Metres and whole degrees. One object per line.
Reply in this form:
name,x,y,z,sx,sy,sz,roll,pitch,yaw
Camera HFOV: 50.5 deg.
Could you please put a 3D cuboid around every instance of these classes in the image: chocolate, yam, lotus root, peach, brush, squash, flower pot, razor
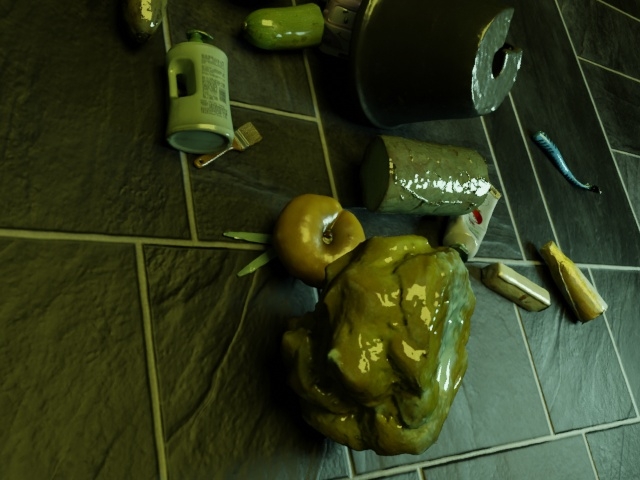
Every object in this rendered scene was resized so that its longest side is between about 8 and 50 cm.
chocolate,0.629,0.101,1.715,0.086,0.085,0.219,-32,86,-44
yam,0.205,-0.132,1.424,0.304,0.168,0.168,1,68,-37
lotus root,-0.314,-0.431,1.208,0.080,0.089,0.179,16,60,-25
peach,0.000,0.000,1.210,0.179,0.103,0.179,16,59,-29
brush,-0.171,-0.171,1.244,0.043,0.014,0.170,53,48,-3
squash,-0.086,-0.435,1.400,0.188,0.095,0.095,-19,81,-38
flower pot,0.256,-0.382,1.421,0.379,0.251,0.379,-35,137,-41
razor,0.702,-0.219,1.955,0.253,0.042,0.082,43,6,-13

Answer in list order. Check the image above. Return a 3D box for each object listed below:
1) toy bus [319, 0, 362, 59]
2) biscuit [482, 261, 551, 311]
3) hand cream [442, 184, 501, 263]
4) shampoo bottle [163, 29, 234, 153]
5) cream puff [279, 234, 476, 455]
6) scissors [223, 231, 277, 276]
toy bus,0.076,-0.507,1.504,0.142,0.142,0.202,16,56,-8
biscuit,0.458,0.109,1.579,0.188,0.056,0.052,27,54,-24
hand cream,0.351,-0.060,1.584,0.121,0.076,0.336,47,41,-13
shampoo bottle,-0.218,-0.274,1.204,0.118,0.087,0.234,2,66,-20
cream puff,0.082,0.159,1.096,0.378,0.275,0.378,-32,127,-56
scissors,-0.062,0.003,1.241,0.248,0.017,0.144,-13,76,-41
